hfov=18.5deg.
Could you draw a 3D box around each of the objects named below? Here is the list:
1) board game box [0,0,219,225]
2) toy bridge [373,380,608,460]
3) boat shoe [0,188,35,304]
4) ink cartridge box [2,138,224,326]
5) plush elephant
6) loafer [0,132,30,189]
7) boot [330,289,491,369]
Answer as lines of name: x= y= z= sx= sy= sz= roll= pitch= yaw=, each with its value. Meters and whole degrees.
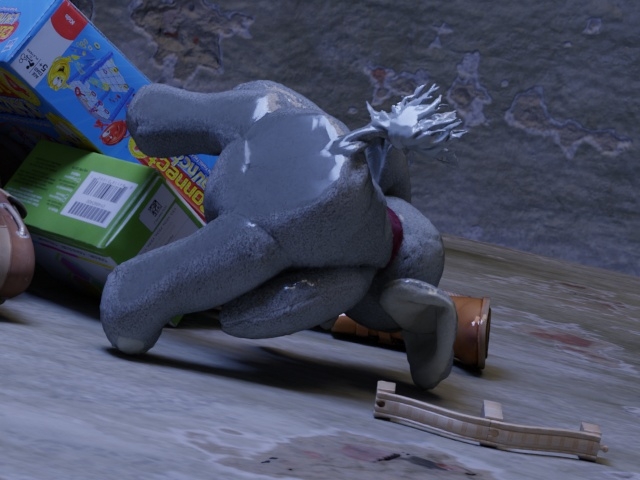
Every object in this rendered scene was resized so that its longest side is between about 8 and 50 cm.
board game box: x=-0.245 y=-0.119 z=1.991 sx=0.302 sy=0.086 sz=0.308 roll=44 pitch=-16 yaw=-27
toy bridge: x=0.134 y=0.145 z=1.553 sx=0.188 sy=0.026 sz=0.063 roll=11 pitch=7 yaw=2
boat shoe: x=-0.331 y=-0.007 z=1.792 sx=0.116 sy=0.123 sz=0.324 roll=13 pitch=13 yaw=-21
ink cartridge box: x=-0.171 y=0.028 z=1.904 sx=0.189 sy=0.097 sz=0.255 roll=16 pitch=-27 yaw=45
plush elephant: x=0.000 y=0.000 z=1.729 sx=0.330 sy=0.272 sz=0.255 roll=-15 pitch=-39 yaw=13
loafer: x=-0.447 y=-0.053 z=2.061 sx=0.366 sy=0.133 sz=0.130 roll=9 pitch=14 yaw=33
boot: x=0.087 y=0.083 z=1.969 sx=0.152 sy=0.073 sz=0.197 roll=5 pitch=3 yaw=-8
